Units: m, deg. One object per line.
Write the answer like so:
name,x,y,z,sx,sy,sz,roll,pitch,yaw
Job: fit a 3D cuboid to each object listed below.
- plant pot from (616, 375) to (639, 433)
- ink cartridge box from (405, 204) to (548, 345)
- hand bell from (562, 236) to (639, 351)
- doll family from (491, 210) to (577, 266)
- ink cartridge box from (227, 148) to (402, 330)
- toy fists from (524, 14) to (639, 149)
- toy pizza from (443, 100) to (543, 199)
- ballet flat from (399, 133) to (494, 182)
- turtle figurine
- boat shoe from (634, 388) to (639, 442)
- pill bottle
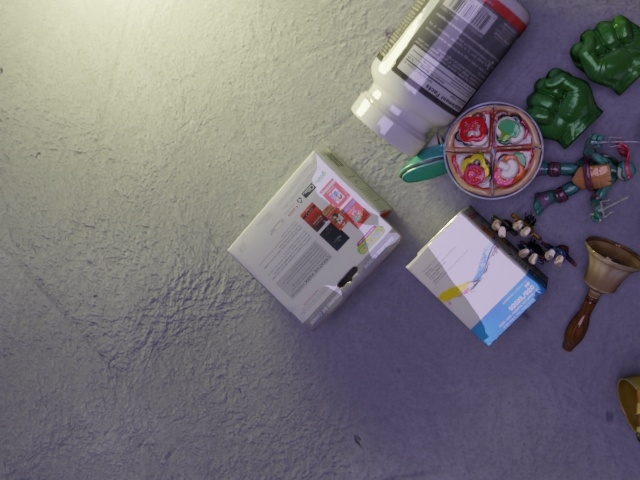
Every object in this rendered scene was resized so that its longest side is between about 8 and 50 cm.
plant pot,0.678,0.327,1.647,0.095,0.134,0.134,-18,90,-5
ink cartridge box,0.328,0.067,1.695,0.233,0.171,0.168,44,106,8
hand bell,0.558,0.126,1.682,0.126,0.126,0.241,24,116,14
doll family,0.442,0.000,1.688,0.076,0.111,0.193,-46,77,18
ink cartridge box,0.000,0.000,1.814,0.272,0.130,0.309,45,107,7
toy fists,0.529,-0.321,1.629,0.142,0.096,0.279,45,108,10
toy pizza,0.347,-0.183,1.649,0.201,0.032,0.201,0,90,20
ballet flat,0.283,-0.195,1.739,0.248,0.083,0.087,-16,67,18
turtle figurine,0.539,-0.125,1.635,0.234,0.118,0.175,-10,95,30
boat shoe,0.738,0.310,1.551,0.324,0.122,0.119,-3,77,-24
pill bottle,0.235,-0.365,1.658,0.210,0.210,0.363,40,106,10
